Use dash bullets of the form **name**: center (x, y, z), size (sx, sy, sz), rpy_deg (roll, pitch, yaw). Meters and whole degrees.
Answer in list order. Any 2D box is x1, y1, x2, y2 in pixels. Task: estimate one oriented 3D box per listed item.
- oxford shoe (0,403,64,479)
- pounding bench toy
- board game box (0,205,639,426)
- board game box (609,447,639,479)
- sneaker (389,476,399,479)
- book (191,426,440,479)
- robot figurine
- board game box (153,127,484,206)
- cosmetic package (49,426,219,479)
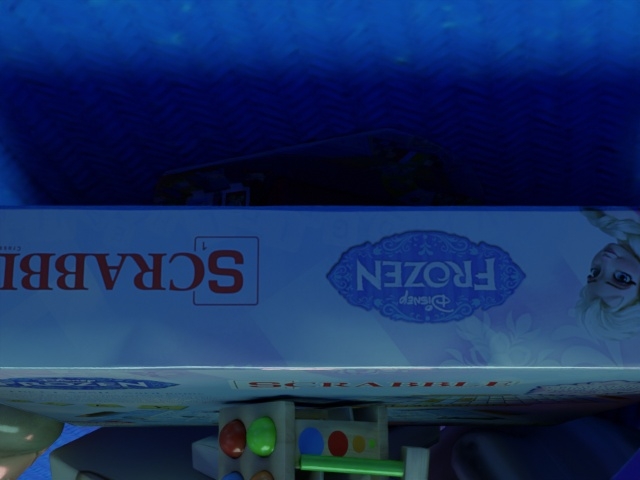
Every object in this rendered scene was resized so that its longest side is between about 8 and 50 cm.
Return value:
- **oxford shoe**: center (-0.275, 0.186, 0.778), size (0.123, 0.130, 0.348), rpy_deg (15, 149, -28)
- **pounding bench toy**: center (-0.001, 0.097, 0.448), size (0.065, 0.052, 0.083), rpy_deg (11, 162, -36)
- **board game box**: center (0.001, 0.053, 0.523), size (0.318, 0.066, 0.318), rpy_deg (0, 166, -2)
- **board game box**: center (0.219, 0.137, 0.518), size (0.347, 0.078, 0.233), rpy_deg (-46, 147, -4)
- **sneaker**: center (0.043, 0.251, 0.938), size (0.114, 0.152, 0.305), rpy_deg (9, 176, -7)
- **book**: center (-0.001, 0.131, 0.686), size (0.096, 0.035, 0.144), rpy_deg (11, -162, 40)
- **robot figurine**: center (0.194, 0.232, 0.782), size (0.300, 0.200, 0.353), rpy_deg (-43, 143, 18)
- **board game box**: center (0.000, 0.000, 0.524), size (0.168, 0.033, 0.133), rpy_deg (-9, 152, 17)
- **cosmetic package**: center (-0.046, 0.234, 0.686), size (0.113, 0.160, 0.309), rpy_deg (-20, -158, -41)
